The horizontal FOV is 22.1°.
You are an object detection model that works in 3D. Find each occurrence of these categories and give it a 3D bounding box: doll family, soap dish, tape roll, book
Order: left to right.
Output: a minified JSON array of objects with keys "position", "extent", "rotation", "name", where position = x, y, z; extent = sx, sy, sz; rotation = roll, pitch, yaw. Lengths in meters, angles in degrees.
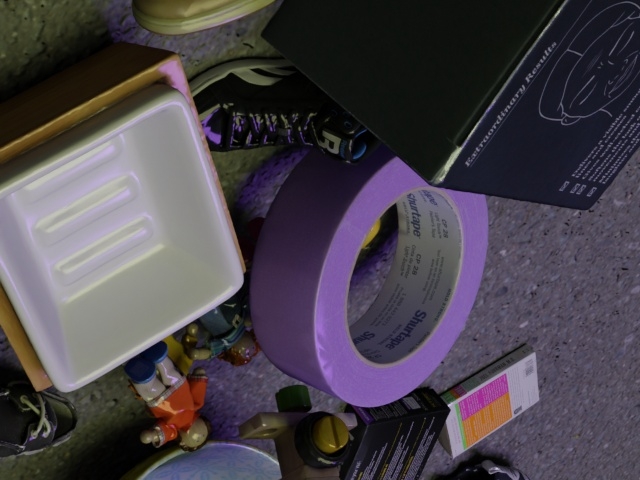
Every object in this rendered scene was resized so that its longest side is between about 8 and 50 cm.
[{"position":[-0.202,-0.021,1.436],"extent":[0.229,0.118,0.290],"rotation":[-31,141,-14],"name":"soap dish"},{"position":[-0.117,0.093,1.647],"extent":[0.263,0.118,0.163],"rotation":[-49,139,-22],"name":"doll family"},{"position":[0.053,0.025,1.650],"extent":[0.275,0.090,0.274],"rotation":[-25,124,-43],"name":"tape roll"},{"position":[0.213,0.202,2.080],"extent":[0.144,0.035,0.096],"rotation":[-28,137,-17],"name":"book"}]

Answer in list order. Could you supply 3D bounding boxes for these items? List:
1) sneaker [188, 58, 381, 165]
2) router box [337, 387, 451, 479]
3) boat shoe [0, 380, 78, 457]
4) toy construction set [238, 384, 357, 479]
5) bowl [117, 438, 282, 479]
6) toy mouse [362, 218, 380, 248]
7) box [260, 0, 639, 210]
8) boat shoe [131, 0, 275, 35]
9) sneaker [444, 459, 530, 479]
[{"position":[-0.028,-0.110,1.498],"extent":[0.217,0.121,0.079],"rotation":[-20,136,-26],"name":"sneaker"},{"position":[0.070,0.269,2.007],"extent":[0.133,0.046,0.179],"rotation":[-5,129,-37],"name":"router box"},{"position":[-0.283,0.162,1.518],"extent":[0.070,0.077,0.219],"rotation":[-13,174,8],"name":"boat shoe"},{"position":[-0.074,0.281,1.645],"extent":[0.309,0.237,0.257],"rotation":[-9,165,-15],"name":"toy construction set"},{"position":[-0.155,0.355,1.778],"extent":[0.290,0.156,0.289],"rotation":[1,88,-35],"name":"bowl"},{"position":[0.000,0.000,1.700],"extent":[0.143,0.031,0.161],"rotation":[-2,127,-40],"name":"toy mouse"},{"position":[0.186,-0.209,1.440],"extent":[0.293,0.212,0.395],"rotation":[-54,157,15],"name":"box"},{"position":[-0.045,-0.271,1.356],"extent":[0.285,0.105,0.089],"rotation":[-39,139,-21],"name":"boat shoe"},{"position":[0.176,0.384,2.173],"extent":[0.235,0.094,0.153],"rotation":[-44,141,3],"name":"sneaker"}]
